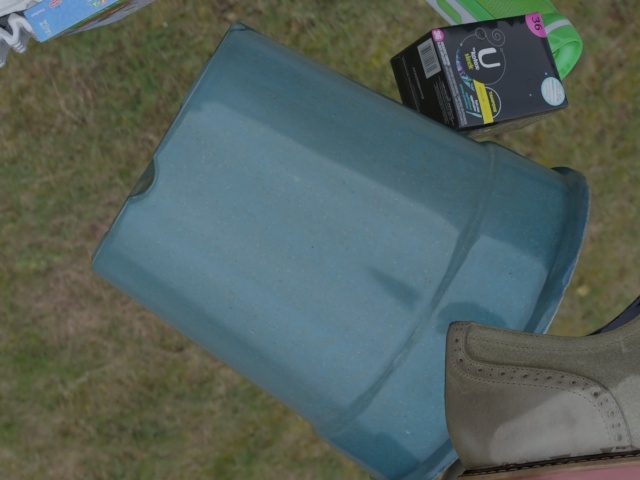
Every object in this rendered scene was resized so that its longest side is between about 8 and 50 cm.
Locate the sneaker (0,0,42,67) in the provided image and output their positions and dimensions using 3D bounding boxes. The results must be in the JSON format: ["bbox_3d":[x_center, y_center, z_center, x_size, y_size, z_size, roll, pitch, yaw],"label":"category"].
[{"bbox_3d":[-0.338,-0.265,1.382,0.292,0.118,0.110,-33,180,-10],"label":"sneaker"}]

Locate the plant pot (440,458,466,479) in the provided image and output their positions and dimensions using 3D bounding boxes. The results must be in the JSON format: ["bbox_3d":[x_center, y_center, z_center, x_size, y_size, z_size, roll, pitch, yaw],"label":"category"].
[{"bbox_3d":[0.188,0.265,1.070,0.274,0.256,0.256,-51,133,1],"label":"plant pot"}]

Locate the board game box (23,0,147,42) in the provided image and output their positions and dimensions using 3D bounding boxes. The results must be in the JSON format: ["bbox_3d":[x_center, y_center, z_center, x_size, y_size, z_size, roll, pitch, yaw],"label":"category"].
[{"bbox_3d":[-0.184,-0.259,1.268,0.160,0.211,0.039,-25,100,16],"label":"board game box"}]

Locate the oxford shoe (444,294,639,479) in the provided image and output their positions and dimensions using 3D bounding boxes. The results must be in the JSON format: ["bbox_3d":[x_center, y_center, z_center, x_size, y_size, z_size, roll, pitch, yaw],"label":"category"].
[{"bbox_3d":[0.236,0.067,0.675,0.348,0.130,0.123,-9,169,-6],"label":"oxford shoe"}]

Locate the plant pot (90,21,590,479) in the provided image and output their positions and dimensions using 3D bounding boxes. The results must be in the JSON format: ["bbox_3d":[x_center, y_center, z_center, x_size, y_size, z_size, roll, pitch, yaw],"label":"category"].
[{"bbox_3d":[0.000,0.000,1.124,0.334,0.341,0.341,30,115,-8],"label":"plant pot"}]

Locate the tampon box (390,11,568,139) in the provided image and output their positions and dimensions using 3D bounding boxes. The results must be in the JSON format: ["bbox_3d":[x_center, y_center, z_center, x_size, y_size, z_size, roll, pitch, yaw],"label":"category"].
[{"bbox_3d":[0.186,-0.186,1.484,0.161,0.120,0.101,-14,175,-28],"label":"tampon box"}]

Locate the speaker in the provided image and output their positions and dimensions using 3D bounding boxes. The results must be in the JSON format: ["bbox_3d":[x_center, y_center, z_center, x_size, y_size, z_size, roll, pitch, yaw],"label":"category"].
[{"bbox_3d":[0.247,-0.349,1.869,0.131,0.296,0.131,-34,156,-18],"label":"speaker"}]
